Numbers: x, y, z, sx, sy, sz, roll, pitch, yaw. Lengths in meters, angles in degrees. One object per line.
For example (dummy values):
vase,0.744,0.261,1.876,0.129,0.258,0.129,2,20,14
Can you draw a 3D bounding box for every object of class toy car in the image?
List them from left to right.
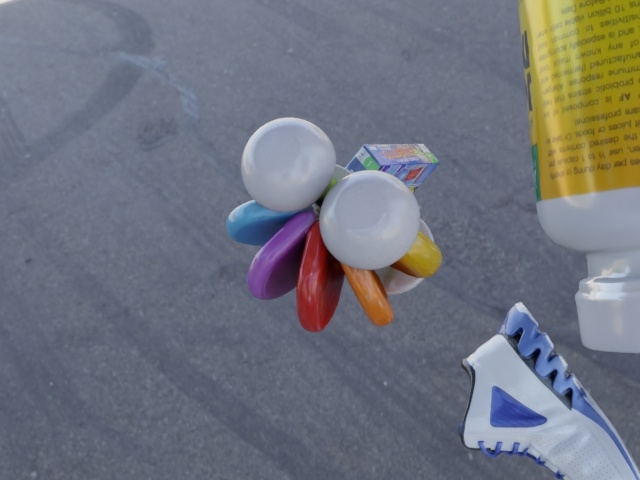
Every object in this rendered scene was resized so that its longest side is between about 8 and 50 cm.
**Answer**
toy car,0.000,0.000,0.683,0.182,0.159,0.136,35,87,21

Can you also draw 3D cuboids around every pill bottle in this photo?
pill bottle,0.153,-0.059,0.381,0.117,0.209,0.117,-5,-1,0

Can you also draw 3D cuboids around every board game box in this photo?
board game box,0.042,-0.034,1.031,0.136,0.201,0.035,-9,55,-53

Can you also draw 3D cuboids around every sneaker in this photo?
sneaker,0.293,0.262,1.149,0.182,0.127,0.316,-36,72,11
